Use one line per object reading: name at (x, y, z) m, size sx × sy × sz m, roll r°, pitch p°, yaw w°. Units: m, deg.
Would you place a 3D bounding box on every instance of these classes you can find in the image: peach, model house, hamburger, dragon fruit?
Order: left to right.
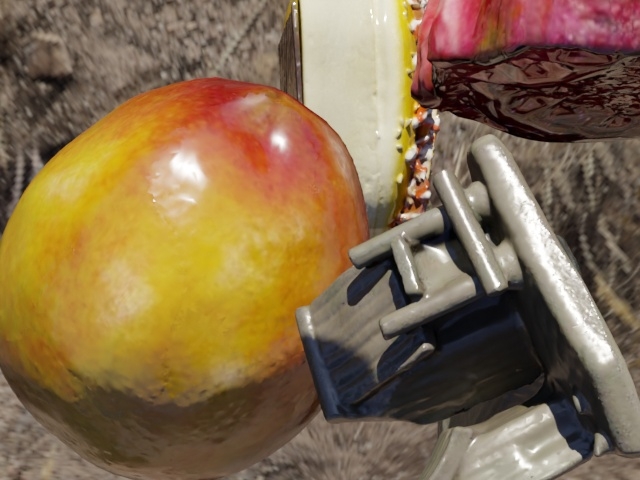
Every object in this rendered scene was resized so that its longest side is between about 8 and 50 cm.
peach at (-0.099, 0.024, 1.148) m, size 0.308 × 0.308 × 0.332 m, roll 36°, pitch 125°, yaw 7°
hamburger at (0.038, -0.135, 1.531) m, size 0.151 × 0.227 × 0.295 m, roll -3°, pitch 87°, yaw -12°
model house at (0.087, 0.074, 0.956) m, size 0.188 × 0.122 × 0.229 m, roll -29°, pitch 66°, yaw 10°
dragon fruit at (0.147, -0.101, 0.524) m, size 0.261 × 0.163 × 0.189 m, roll 6°, pitch 115°, yaw -27°

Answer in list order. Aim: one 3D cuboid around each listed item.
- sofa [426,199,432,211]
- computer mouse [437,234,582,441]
sofa at (0.000, 0.000, 1.808) m, size 0.258 × 0.200 × 0.182 m, roll -34°, pitch 104°, yaw -6°
computer mouse at (0.193, 0.129, 1.443) m, size 0.100 × 0.269 × 0.170 m, roll 10°, pitch 49°, yaw -11°
